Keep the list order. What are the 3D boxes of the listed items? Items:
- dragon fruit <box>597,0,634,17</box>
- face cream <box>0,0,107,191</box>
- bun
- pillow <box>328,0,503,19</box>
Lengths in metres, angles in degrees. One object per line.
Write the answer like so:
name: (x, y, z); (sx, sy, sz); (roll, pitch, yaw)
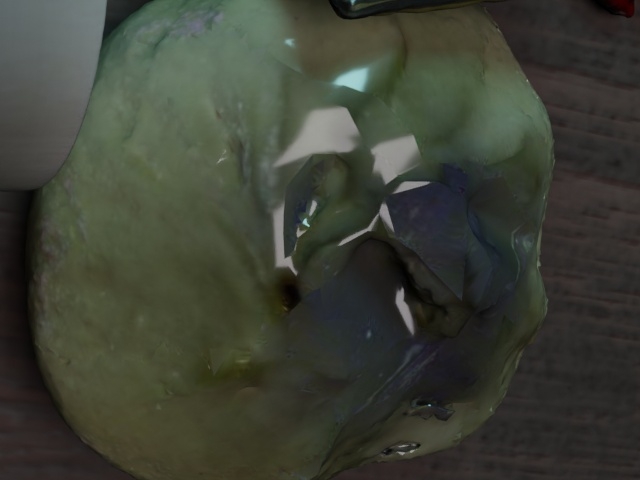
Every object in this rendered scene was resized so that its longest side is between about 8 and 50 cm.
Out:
dragon fruit: (0.188, -0.160, 0.924); (0.122, 0.092, 0.192); (-35, 112, -17)
face cream: (-0.197, -0.124, 0.667); (0.179, 0.218, 0.218); (-2, 100, -25)
bun: (-0.004, -0.003, 0.817); (0.273, 0.168, 0.273); (-8, 110, -23)
pillow: (0.056, -0.171, 0.806); (0.208, 0.212, 0.052); (-9, 134, -26)
